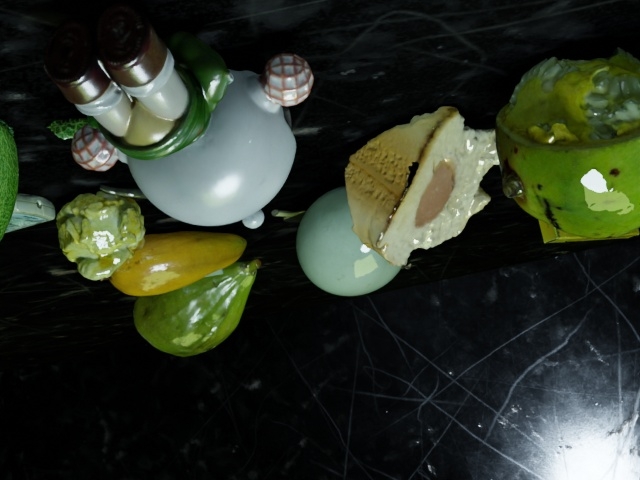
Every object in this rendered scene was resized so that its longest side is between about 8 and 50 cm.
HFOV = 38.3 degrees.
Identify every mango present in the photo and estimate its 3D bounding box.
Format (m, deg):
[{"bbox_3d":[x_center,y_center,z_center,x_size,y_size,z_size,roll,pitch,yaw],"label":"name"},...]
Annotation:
[{"bbox_3d":[-0.290,0.039,1.845,0.317,0.119,0.176,-14,170,-36],"label":"mango"}]

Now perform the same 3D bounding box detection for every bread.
[{"bbox_3d":[0.160,-0.066,1.411,0.184,0.211,0.224,9,165,-43],"label":"bread"}]

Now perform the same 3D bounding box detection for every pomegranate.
[{"bbox_3d":[0.390,-0.133,1.223,0.341,0.260,0.260,-12,170,-10],"label":"pomegranate"}]

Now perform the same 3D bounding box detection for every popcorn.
[{"bbox_3d":[-0.347,-0.019,1.457,0.136,0.162,0.141,22,146,7],"label":"popcorn"}]

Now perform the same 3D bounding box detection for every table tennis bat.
[{"bbox_3d":[-0.043,-0.052,1.852,0.087,0.013,0.156,-16,169,33],"label":"table tennis bat"}]

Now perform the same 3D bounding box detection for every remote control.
[{"bbox_3d":[-0.533,-0.027,1.432,0.234,0.038,0.098,-14,170,17],"label":"remote control"}]

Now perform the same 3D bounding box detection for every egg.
[{"bbox_3d":[0.058,0.001,1.701,0.203,0.202,0.282,-7,166,-18],"label":"egg"}]

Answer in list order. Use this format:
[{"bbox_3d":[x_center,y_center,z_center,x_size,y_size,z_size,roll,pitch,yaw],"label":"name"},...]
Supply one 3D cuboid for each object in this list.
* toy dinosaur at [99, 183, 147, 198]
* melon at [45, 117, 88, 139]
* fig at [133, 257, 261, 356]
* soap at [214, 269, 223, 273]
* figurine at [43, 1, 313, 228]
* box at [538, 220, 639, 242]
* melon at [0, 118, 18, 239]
[{"bbox_3d":[-0.216,-0.106,1.370,0.179,0.087,0.187,28,143,-8],"label":"toy dinosaur"},{"bbox_3d":[-0.238,-0.131,1.185,0.114,0.053,0.262,5,177,36],"label":"melon"},{"bbox_3d":[-0.270,0.157,2.149,0.314,0.233,0.233,-2,174,24],"label":"fig"},{"bbox_3d":[-0.315,0.052,2.005,0.198,0.066,0.119,-10,172,-5],"label":"soap"},{"bbox_3d":[-0.141,-0.120,0.965,0.281,0.167,0.370,-17,160,12],"label":"figurine"},{"bbox_3d":[0.546,-0.077,1.900,0.279,0.153,0.041,-3,168,-36],"label":"box"},{"bbox_3d":[-0.416,-0.042,1.087,0.129,0.169,0.265,-8,171,-21],"label":"melon"}]
